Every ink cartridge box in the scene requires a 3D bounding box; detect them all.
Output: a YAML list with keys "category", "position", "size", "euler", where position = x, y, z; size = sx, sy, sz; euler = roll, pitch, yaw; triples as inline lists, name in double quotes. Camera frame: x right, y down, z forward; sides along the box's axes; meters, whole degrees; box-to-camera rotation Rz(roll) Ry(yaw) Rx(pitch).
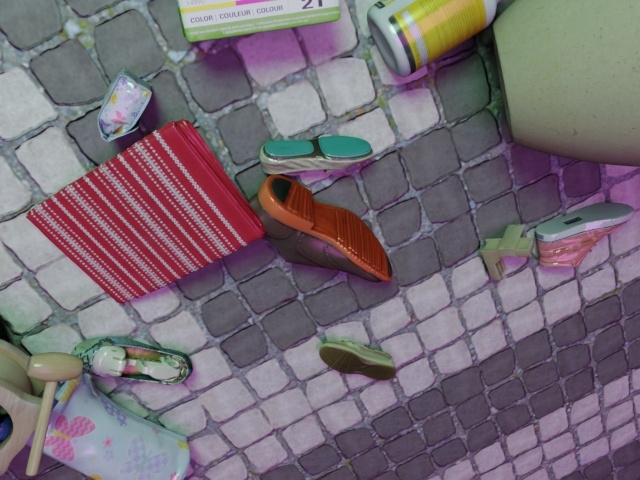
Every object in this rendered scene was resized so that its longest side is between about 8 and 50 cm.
- category: "ink cartridge box"
  position: [-0.091, -0.376, 0.564]
  size: [0.189, 0.097, 0.255]
  euler: [-13, 117, -9]

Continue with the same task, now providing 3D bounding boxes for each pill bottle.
- category: "pill bottle"
  position: [0.161, -0.305, 0.650]
  size: [0.184, 0.103, 0.103]
  euler: [-31, 118, 7]

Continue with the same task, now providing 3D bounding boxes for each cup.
- category: "cup"
  position: [0.362, -0.237, 0.653]
  size: [0.237, 0.331, 0.331]
  euler: [-11, 120, 21]

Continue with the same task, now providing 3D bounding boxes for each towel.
- category: "towel"
  position: [-0.237, -0.027, 0.686]
  size: [0.275, 0.031, 0.199]
  euler: [-25, 121, 17]

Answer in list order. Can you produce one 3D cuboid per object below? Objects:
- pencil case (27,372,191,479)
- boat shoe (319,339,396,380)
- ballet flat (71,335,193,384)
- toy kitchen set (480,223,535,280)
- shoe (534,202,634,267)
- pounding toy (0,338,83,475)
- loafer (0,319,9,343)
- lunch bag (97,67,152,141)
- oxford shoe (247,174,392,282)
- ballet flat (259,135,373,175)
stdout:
- category: "pencil case"
  position: [-0.344, 0.326, 0.811]
  size: [0.113, 0.124, 0.273]
  euler: [-15, 128, 44]
- category: "boat shoe"
  position: [0.067, 0.212, 0.910]
  size: [0.153, 0.048, 0.056]
  euler: [18, 121, -14]
- category: "ballet flat"
  position: [-0.295, 0.193, 0.787]
  size: [0.188, 0.070, 0.070]
  euler: [10, 111, -21]
- category: "toy kitchen set"
  position: [0.344, 0.021, 0.879]
  size: [0.068, 0.083, 0.075]
  euler: [-53, 125, -35]
- category: "shoe"
  position: [0.480, -0.008, 0.904]
  size: [0.178, 0.063, 0.081]
  euler: [-17, 119, -1]
- category: "pounding toy"
  position: [-0.441, 0.231, 0.631]
  size: [0.154, 0.155, 0.269]
  euler: [28, 110, -37]
- category: "loafer"
  position: [-0.501, 0.198, 0.730]
  size: [0.078, 0.076, 0.223]
  euler: [-3, 118, -22]
- category: "lunch bag"
  position: [-0.251, -0.169, 0.631]
  size: [0.053, 0.071, 0.083]
  euler: [30, 101, -29]
- category: "oxford shoe"
  position: [0.000, 0.000, 0.778]
  size: [0.271, 0.097, 0.098]
  euler: [33, 127, -25]
- category: "ballet flat"
  position: [-0.007, -0.123, 0.735]
  size: [0.168, 0.057, 0.052]
  euler: [-2, 142, -10]
